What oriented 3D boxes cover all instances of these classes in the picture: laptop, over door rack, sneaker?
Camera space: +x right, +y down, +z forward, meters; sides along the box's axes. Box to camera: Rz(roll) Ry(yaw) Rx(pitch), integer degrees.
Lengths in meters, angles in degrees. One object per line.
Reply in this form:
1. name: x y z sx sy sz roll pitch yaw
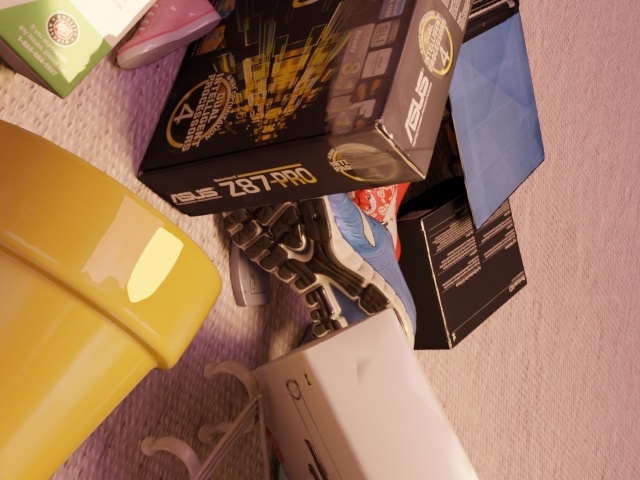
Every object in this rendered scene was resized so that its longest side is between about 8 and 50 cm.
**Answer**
1. laptop: 0.327 -0.277 1.462 0.236 0.408 0.382 47 32 3
2. over door rack: -0.126 0.311 1.063 0.239 0.108 0.324 -51 140 -42
3. sneaker: 0.044 -0.063 1.335 0.145 0.090 0.270 49 46 -38
4. sneaker: 0.000 0.000 1.214 0.330 0.130 0.147 58 20 -1
5. sneaker: -0.171 -0.229 1.099 0.134 0.051 0.070 -36 93 -36

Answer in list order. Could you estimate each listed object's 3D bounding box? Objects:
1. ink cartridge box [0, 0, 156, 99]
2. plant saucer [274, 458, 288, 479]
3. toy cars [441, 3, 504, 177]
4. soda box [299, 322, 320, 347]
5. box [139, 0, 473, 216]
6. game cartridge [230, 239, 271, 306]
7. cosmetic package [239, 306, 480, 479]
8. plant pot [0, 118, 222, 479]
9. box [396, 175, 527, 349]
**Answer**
1. ink cartridge box: -0.211 -0.296 0.898 0.278 0.117 0.201 -50 130 -9
2. plant saucer: -0.020 0.277 1.264 0.119 0.021 0.119 7 81 -53
3. toy cars: 0.255 -0.273 1.643 0.176 0.087 0.393 24 67 -50
4. soda box: 0.070 0.228 1.333 0.286 0.091 0.098 58 44 -32
5. box: 0.003 -0.223 1.105 0.097 0.318 0.395 43 54 -41
6. game cartridge: -0.081 0.034 1.215 0.056 0.017 0.083 -2 88 -57
7. cosmetic package: 0.045 0.229 1.021 0.097 0.377 0.284 -23 85 -16
8. plant pot: -0.243 0.069 0.819 0.254 0.254 0.239 47 67 -40
9. box: 0.184 0.024 1.502 0.261 0.103 0.184 -29 106 -52
